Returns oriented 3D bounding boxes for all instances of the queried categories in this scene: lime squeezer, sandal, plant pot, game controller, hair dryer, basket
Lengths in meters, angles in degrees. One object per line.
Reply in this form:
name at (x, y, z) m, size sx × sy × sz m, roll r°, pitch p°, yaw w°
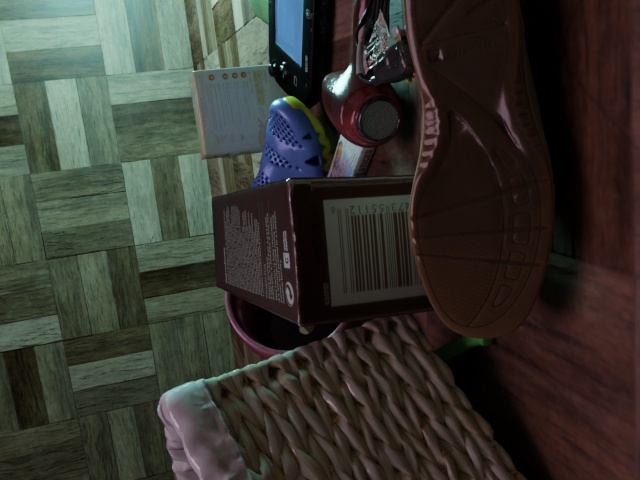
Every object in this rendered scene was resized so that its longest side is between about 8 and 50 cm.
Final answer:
lime squeezer at (0.102, 0.108, 0.773) m, size 0.310 × 0.058 × 0.110 m, roll -145°, pitch 47°, yaw -70°
sandal at (-0.062, -0.082, 1.064) m, size 0.126 × 0.138 × 0.318 m, roll 45°, pitch 145°, yaw 40°
plant pot at (-0.038, 0.115, 1.057) m, size 0.180 × 0.201 × 0.202 m, roll 77°, pitch 176°, yaw -63°
game controller at (-0.035, -0.360, 0.964) m, size 0.167 × 0.067 × 0.319 m, roll -116°, pitch 22°, yaw -47°
hair dryer at (0.063, -0.218, 0.737) m, size 0.293 × 0.080 × 0.224 m, roll 140°, pitch 135°, yaw -66°
basket at (0.027, 0.294, 0.651) m, size 0.328 × 0.266 × 0.331 m, roll 56°, pitch 155°, yaw 27°

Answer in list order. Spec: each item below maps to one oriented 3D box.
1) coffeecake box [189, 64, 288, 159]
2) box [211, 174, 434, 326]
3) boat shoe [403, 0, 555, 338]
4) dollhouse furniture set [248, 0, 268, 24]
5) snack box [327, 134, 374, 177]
coffeecake box at (-0.124, -0.225, 1.136) m, size 0.068 × 0.185 × 0.143 m, roll 179°, pitch 82°, yaw -74°
box at (0.000, 0.000, 0.770) m, size 0.381 × 0.191 × 0.143 m, roll 179°, pitch 86°, yaw -70°
boat shoe at (0.127, -0.076, 0.517) m, size 0.098 × 0.109 × 0.303 m, roll -25°, pitch -71°, yaw -65°
dollhouse furniture set at (-0.133, -0.489, 1.074) m, size 0.198 × 0.151 × 0.302 m, roll -117°, pitch 23°, yaw -47°
snack box at (0.040, -0.108, 0.924) m, size 0.178 × 0.022 × 0.064 m, roll 110°, pitch 146°, yaw -60°
